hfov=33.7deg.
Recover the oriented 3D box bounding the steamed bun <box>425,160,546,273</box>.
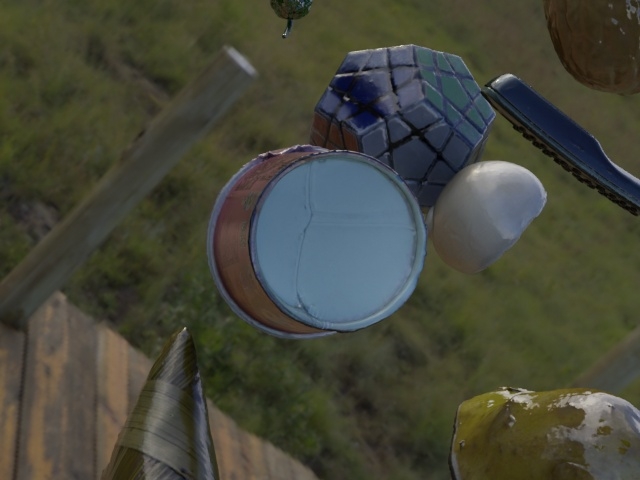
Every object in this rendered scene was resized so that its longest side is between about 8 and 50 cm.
[{"bbox_3d":[0.241,-0.043,1.610,0.131,0.177,0.228,42,-11,0],"label":"steamed bun"}]

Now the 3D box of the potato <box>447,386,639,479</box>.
[{"bbox_3d":[0.400,0.336,1.673,0.290,0.296,0.397,49,25,-2],"label":"potato"}]

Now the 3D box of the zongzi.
[{"bbox_3d":[-0.143,0.255,1.089,0.134,0.288,0.286,15,4,-28],"label":"zongzi"}]

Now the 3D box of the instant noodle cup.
[{"bbox_3d":[0.000,0.000,1.202,0.243,0.243,0.231,45,-9,-7],"label":"instant noodle cup"}]

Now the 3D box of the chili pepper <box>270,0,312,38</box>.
[{"bbox_3d":[-0.044,-0.392,1.632,0.257,0.074,0.100,128,-59,-89],"label":"chili pepper"}]

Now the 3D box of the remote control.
[{"bbox_3d":[0.255,-0.091,1.063,0.222,0.042,0.072,37,7,-6],"label":"remote control"}]

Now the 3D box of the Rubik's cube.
[{"bbox_3d":[0.135,-0.180,1.786,0.264,0.319,0.319,50,8,-49],"label":"Rubik's cube"}]

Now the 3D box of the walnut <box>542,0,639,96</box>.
[{"bbox_3d":[0.396,-0.316,1.383,0.225,0.225,0.260,-90,176,-69],"label":"walnut"}]
